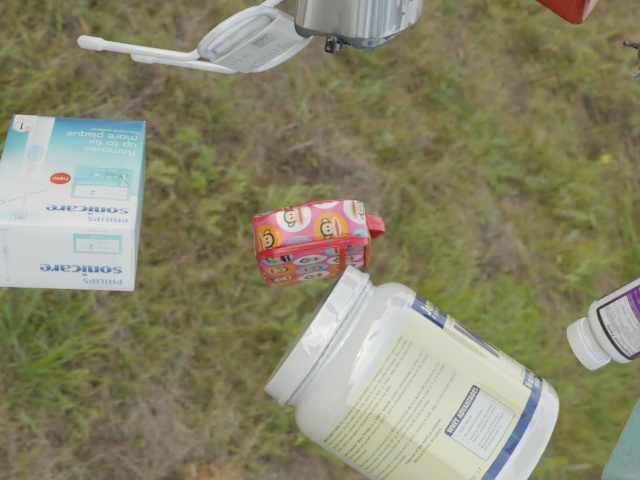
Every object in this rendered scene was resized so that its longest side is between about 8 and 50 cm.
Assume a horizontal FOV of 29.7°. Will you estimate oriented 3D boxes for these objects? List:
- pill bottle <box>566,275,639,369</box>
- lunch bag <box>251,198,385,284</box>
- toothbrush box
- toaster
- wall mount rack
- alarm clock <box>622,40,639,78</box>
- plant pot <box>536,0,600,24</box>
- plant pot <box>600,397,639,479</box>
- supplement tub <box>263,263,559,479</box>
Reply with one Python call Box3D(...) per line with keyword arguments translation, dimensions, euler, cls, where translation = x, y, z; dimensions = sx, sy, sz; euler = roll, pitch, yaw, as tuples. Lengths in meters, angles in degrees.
Box3D(translation=(0.477, 0.121, 1.840), dimensions=(0.108, 0.193, 0.108), euler=(37, 34, -31), cls="pill bottle")
Box3D(translation=(0.000, 0.000, 2.379), dimensions=(0.293, 0.258, 0.120), euler=(81, -1, -78), cls="lunch bag")
Box3D(translation=(-0.383, -0.062, 1.853), dimensions=(0.295, 0.216, 0.126), euler=(-94, -172, -52), cls="toothbrush box")
Box3D(translation=(0.048, -0.322, 1.461), dimensions=(0.227, 0.129, 0.146), euler=(-39, 139, -57), cls="toaster")
Box3D(translation=(-0.153, -0.298, 1.706), dimensions=(0.130, 0.304, 0.350), euler=(61, 12, 4), cls="wall mount rack")
Box3D(translation=(0.538, -0.274, 1.725), dimensions=(0.064, 0.192, 0.129), euler=(-23, 89, -63), cls="alarm clock")
Box3D(translation=(0.353, -0.520, 1.705), dimensions=(0.267, 0.267, 0.236), euler=(-50, 168, -18), cls="plant pot")
Box3D(translation=(0.444, 0.277, 1.277), dimensions=(0.247, 0.252, 0.248), euler=(-48, 130, -45), cls="plant pot")
Box3D(translation=(0.114, 0.202, 1.559), dimensions=(0.325, 0.235, 0.235), euler=(34, 40, 0), cls="supplement tub")
